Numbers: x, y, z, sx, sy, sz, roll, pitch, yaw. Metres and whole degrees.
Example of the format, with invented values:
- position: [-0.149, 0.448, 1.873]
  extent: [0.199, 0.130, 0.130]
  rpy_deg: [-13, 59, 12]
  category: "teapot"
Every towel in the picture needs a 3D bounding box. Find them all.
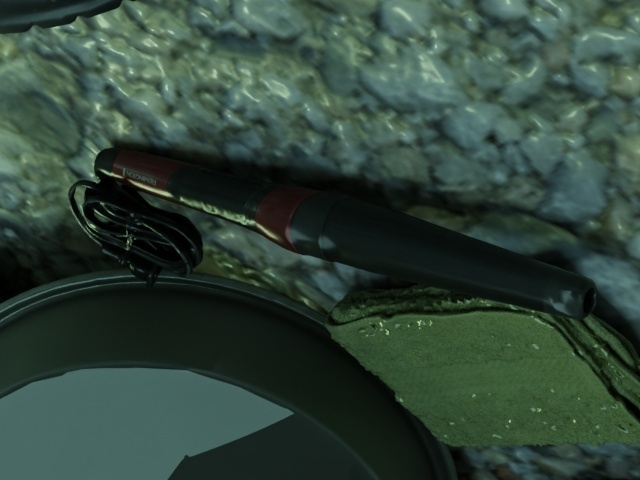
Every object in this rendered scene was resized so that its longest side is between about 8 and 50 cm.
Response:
- position: [0.081, 0.055, 0.905]
  extent: [0.148, 0.027, 0.110]
  rpy_deg: [-11, 132, 47]
  category: "towel"

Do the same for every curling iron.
- position: [0.000, 0.000, 0.880]
  extent: [0.274, 0.035, 0.068]
  rpy_deg: [8, 137, 35]
  category: "curling iron"

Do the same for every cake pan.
- position: [-0.075, 0.148, 1.024]
  extent: [0.293, 0.054, 0.293]
  rpy_deg: [4, 125, 6]
  category: "cake pan"

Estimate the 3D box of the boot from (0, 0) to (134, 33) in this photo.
- position: [-0.068, -0.187, 0.606]
  extent: [0.338, 0.118, 0.223]
  rpy_deg: [-4, 134, 28]
  category: "boot"

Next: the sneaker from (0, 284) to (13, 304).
- position: [-0.225, 0.104, 1.190]
  extent: [0.139, 0.125, 0.341]
  rpy_deg: [11, 155, -25]
  category: "sneaker"
